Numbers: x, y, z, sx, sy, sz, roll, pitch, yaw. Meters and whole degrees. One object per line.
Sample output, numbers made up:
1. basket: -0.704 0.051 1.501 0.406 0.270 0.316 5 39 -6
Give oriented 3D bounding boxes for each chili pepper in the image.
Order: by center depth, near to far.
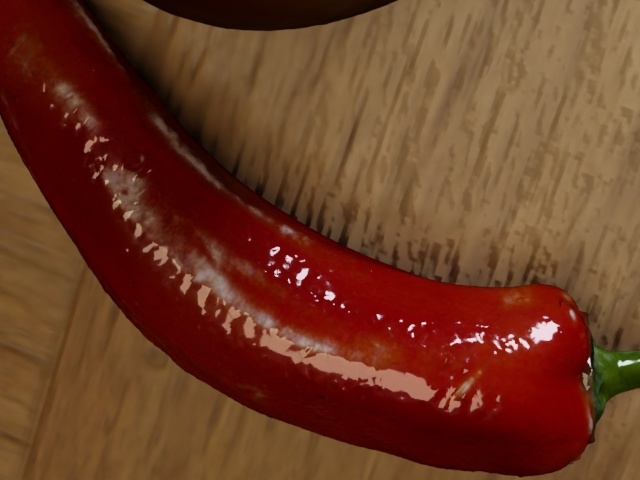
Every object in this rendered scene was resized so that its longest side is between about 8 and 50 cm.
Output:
1. chili pepper: -0.007 0.003 0.678 0.368 0.092 0.137 29 100 1

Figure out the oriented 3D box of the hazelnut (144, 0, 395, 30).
1. hazelnut: -0.008 -0.200 0.562 0.217 0.217 0.252 -8 81 15
